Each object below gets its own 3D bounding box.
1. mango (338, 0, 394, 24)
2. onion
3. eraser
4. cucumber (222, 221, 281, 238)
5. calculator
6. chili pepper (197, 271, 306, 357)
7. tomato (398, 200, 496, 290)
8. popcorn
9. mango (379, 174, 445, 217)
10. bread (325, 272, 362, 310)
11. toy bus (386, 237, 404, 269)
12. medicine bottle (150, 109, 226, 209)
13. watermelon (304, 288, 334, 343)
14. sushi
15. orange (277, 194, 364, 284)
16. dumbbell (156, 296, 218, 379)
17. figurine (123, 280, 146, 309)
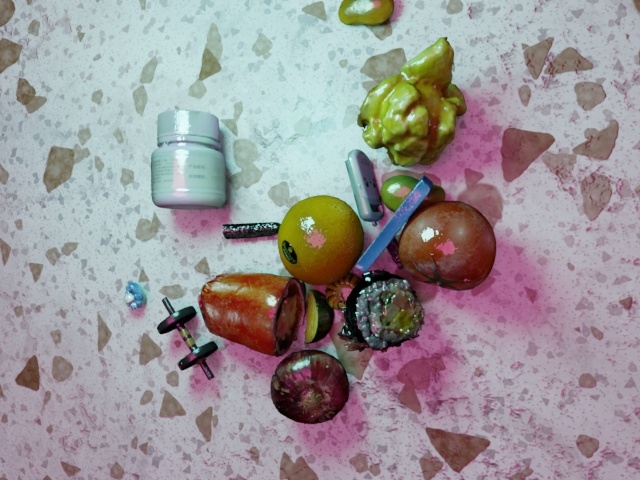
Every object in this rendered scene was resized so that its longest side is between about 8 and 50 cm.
[{"bbox_3d":[0.143,-0.738,1.427,0.178,0.090,0.115,11,100,24],"label":"mango"},{"bbox_3d":[-0.034,0.451,1.414,0.247,0.190,0.246,0,99,-3],"label":"onion"},{"bbox_3d":[0.213,-0.046,1.302,0.043,0.144,0.311,37,110,5],"label":"eraser"},{"bbox_3d":[-0.226,-0.038,1.541,0.215,0.058,0.052,-4,54,13],"label":"cucumber"},{"bbox_3d":[0.137,-0.161,1.395,0.045,0.141,0.246,-16,84,27],"label":"calculator"},{"bbox_3d":[-0.214,0.229,1.473,0.306,0.229,0.251,6,121,30],"label":"chili pepper"},{"bbox_3d":[0.354,0.009,1.270,0.265,0.265,0.264,0,90,16],"label":"tomato"},{"bbox_3d":[0.290,-0.367,1.298,0.321,0.326,0.289,-19,89,56],"label":"popcorn"},{"bbox_3d":[0.275,-0.130,1.382,0.191,0.085,0.122,21,94,17],"label":"mango"},{"bbox_3d":[0.083,0.166,1.444,0.139,0.071,0.129,19,90,15],"label":"bread"},{"bbox_3d":[0.231,0.028,1.411,0.037,0.052,0.130,-34,78,21],"label":"toy bus"},{"bbox_3d":[-0.436,-0.259,1.507,0.241,0.241,0.301,0,90,16],"label":"medicine bottle"},{"bbox_3d":[0.002,0.253,1.486,0.092,0.075,0.181,0,86,61],"label":"watermelon"},{"bbox_3d":[0.170,0.218,1.341,0.239,0.218,0.224,7,72,-3],"label":"sushi"},{"bbox_3d":[0.000,0.000,1.370,0.274,0.274,0.274,0,90,16],"label":"orange"},{"bbox_3d":[-0.457,0.335,1.560,0.143,0.143,0.325,-36,80,13],"label":"dumbbell"},{"bbox_3d":[-0.686,0.198,1.660,0.114,0.079,0.114,36,138,41],"label":"figurine"}]
